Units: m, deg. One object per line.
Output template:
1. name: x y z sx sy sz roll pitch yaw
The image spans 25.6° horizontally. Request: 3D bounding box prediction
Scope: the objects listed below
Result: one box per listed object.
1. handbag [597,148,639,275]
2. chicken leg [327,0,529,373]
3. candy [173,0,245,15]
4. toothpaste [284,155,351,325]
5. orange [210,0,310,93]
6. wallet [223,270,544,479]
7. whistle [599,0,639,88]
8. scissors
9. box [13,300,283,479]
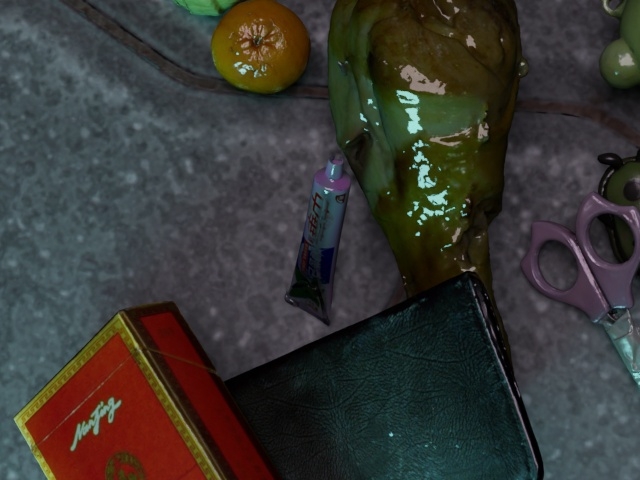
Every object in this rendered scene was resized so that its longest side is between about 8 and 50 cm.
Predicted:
1. handbag: 0.256 -0.017 1.110 0.072 0.047 0.111 -12 82 17
2. chicken leg: 0.093 -0.030 1.079 0.153 0.201 0.429 -7 85 -2
3. candy: -0.205 -0.252 1.222 0.335 0.092 0.093 8 114 17
4. toothpaste: 0.000 0.000 1.091 0.045 0.170 0.028 27 47 16
5. orange: -0.050 -0.163 1.174 0.083 0.070 0.083 -1 81 5
6. wallet: 0.013 0.155 1.032 0.318 0.045 0.172 -28 75 31
7. whistle: 0.352 -0.139 1.097 0.288 0.106 0.131 24 79 13
8. scissors: 0.233 0.070 1.092 0.110 0.021 0.212 -28 81 36
9. box: -0.114 0.186 1.054 0.153 0.074 0.240 -45 71 33
